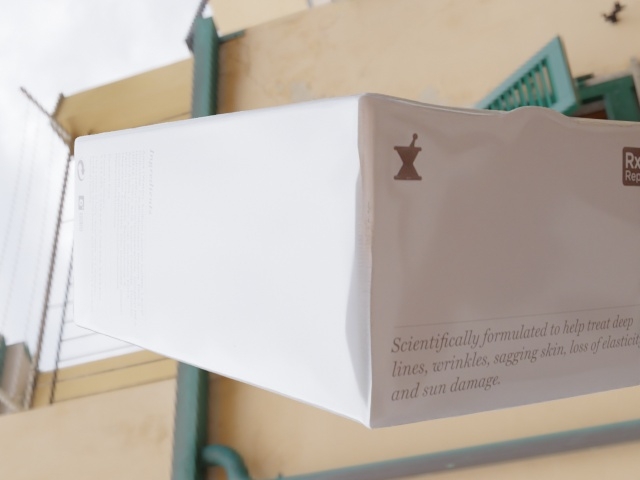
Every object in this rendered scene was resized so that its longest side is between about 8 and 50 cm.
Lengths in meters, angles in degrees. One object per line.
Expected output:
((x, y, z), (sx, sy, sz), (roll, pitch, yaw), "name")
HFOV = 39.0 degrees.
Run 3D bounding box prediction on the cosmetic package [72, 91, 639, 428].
((0.000, 0.000, 0.593), (0.217, 0.385, 0.156), (-1, -86, -32), "cosmetic package")
